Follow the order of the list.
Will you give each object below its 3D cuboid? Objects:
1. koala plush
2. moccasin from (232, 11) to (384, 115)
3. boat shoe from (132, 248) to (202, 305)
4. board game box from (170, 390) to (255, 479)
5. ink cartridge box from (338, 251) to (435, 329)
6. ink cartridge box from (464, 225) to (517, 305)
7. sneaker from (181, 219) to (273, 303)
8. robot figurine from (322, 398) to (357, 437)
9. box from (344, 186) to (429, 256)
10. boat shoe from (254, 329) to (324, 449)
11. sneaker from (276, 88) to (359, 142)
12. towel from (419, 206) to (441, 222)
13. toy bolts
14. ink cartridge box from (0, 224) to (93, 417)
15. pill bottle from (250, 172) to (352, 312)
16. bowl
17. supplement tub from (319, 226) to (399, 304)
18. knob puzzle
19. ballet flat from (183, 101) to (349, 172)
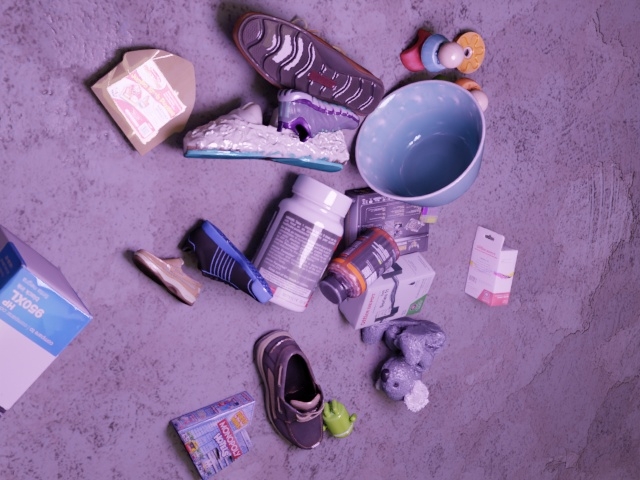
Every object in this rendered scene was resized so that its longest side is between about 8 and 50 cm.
[{"bbox_3d":[0.223,0.323,2.008,0.203,0.196,0.221,1,103,-43],"label":"koala plush"},{"bbox_3d":[-0.028,-0.387,1.639,0.380,0.147,0.139,10,115,-38],"label":"moccasin"},{"bbox_3d":[-0.326,0.065,1.653,0.072,0.068,0.190,-58,136,-17],"label":"boat shoe"},{"bbox_3d":[-0.232,0.462,1.846,0.194,0.060,0.194,-30,120,-19],"label":"board game box"},{"bbox_3d":[0.166,0.126,1.931,0.208,0.087,0.153,-12,137,-27],"label":"ink cartridge box"},{"bbox_3d":[0.473,0.067,2.112,0.067,0.115,0.198,-2,108,-30],"label":"ink cartridge box"},{"bbox_3d":[-0.201,0.063,1.649,0.090,0.232,0.081,-45,162,2],"label":"sneaker"},{"bbox_3d":[0.045,0.472,2.017,0.101,0.067,0.115,-21,121,7],"label":"robot figurine"},{"bbox_3d":[0.169,-0.047,1.920,0.231,0.056,0.183,-11,113,-29],"label":"box"},{"bbox_3d":[-0.063,0.389,1.882,0.132,0.130,0.355,-30,120,-20],"label":"boat shoe"},{"bbox_3d":[-0.011,-0.247,1.626,0.224,0.083,0.098,12,88,-42],"label":"sneaker"},{"bbox_3d":[0.280,-0.086,1.936,0.060,0.009,0.083,0,107,-34],"label":"towel"},{"bbox_3d":[0.332,-0.422,1.826,0.228,0.158,0.218,34,87,-36],"label":"toy bolts"},{"bbox_3d":[-0.629,0.195,1.365,0.395,0.285,0.166,-49,123,-9],"label":"ink cartridge box"},{"bbox_3d":[-0.047,0.005,1.738,0.161,0.161,0.283,25,93,-36],"label":"pill bottle"},{"bbox_3d":[0.253,-0.200,1.800,0.311,0.311,0.163,-53,145,-5],"label":"bowl"},{"bbox_3d":[0.087,0.062,1.789,0.198,0.106,0.106,-40,124,-26],"label":"supplement tub"},{"bbox_3d":[-0.335,-0.296,1.534,0.213,0.030,0.213,-11,111,-28],"label":"knob puzzle"},{"bbox_3d":[-0.116,-0.226,1.648,0.409,0.147,0.147,2,106,-37],"label":"ballet flat"}]
